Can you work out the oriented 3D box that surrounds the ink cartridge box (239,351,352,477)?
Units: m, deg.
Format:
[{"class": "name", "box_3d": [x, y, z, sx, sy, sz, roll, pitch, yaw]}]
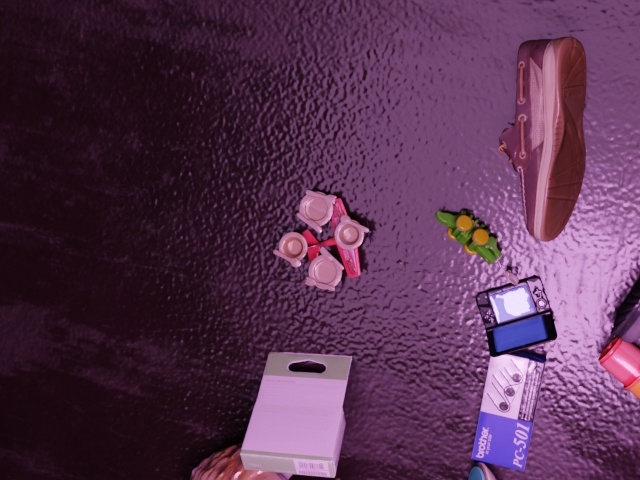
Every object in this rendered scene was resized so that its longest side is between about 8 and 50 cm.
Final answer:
[{"class": "ink cartridge box", "box_3d": [-0.038, 0.315, 1.710, 0.171, 0.235, 0.056, 2, 133, 13]}]

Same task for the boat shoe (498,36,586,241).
[{"class": "boat shoe", "box_3d": [0.369, -0.172, 1.582, 0.123, 0.123, 0.342, 11, 107, 43]}]

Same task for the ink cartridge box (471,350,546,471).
[{"class": "ink cartridge box", "box_3d": [0.339, 0.302, 1.674, 0.097, 0.046, 0.207, 11, 100, 13]}]

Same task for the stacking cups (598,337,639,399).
[{"class": "stacking cups", "box_3d": [0.619, 0.282, 1.577, 0.316, 0.096, 0.096, 42, 105, 6]}]

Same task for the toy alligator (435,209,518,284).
[{"class": "toy alligator", "box_3d": [0.287, 0.000, 1.647, 0.190, 0.056, 0.051, 40, 64, 6]}]

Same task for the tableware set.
[{"class": "tableware set", "box_3d": [0.000, 0.000, 1.703, 0.141, 0.020, 0.168, 32, 99, 14]}]

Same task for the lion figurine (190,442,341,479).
[{"class": "lion figurine", "box_3d": [-0.075, 0.491, 1.693, 0.240, 0.142, 0.392, -39, 43, -10]}]

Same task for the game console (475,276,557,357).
[{"class": "game console", "box_3d": [0.343, 0.134, 1.637, 0.122, 0.071, 0.107, -18, 93, 15]}]

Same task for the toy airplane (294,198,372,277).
[{"class": "toy airplane", "box_3d": [0.025, 0.004, 1.722, 0.151, 0.028, 0.151, 1, 92, 16]}]

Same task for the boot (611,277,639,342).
[{"class": "boot", "box_3d": [0.663, 0.091, 1.527, 0.223, 0.118, 0.338, 41, 104, 4]}]

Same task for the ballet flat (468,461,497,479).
[{"class": "ballet flat", "box_3d": [0.311, 0.521, 1.702, 0.086, 0.086, 0.248, 6, 101, 13]}]
